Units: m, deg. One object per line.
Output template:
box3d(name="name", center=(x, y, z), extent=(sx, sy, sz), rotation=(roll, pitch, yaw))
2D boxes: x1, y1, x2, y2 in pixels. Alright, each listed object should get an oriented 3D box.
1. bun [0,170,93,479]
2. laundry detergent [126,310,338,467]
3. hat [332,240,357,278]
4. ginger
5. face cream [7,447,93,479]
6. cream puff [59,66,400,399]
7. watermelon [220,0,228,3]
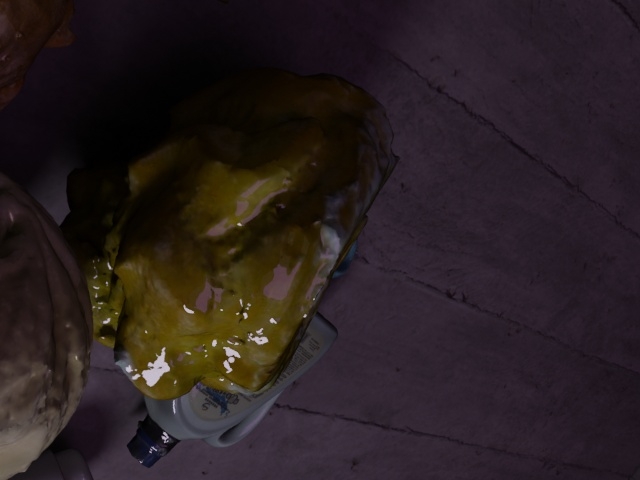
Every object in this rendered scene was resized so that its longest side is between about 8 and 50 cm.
box3d(name="bun", center=(-0.348, 0.041, 0.743), extent=(0.227, 0.352, 0.349), rotation=(-60, 178, 27))
box3d(name="laundry detergent", center=(-0.122, 0.172, 1.203), extent=(0.280, 0.105, 0.215), rotation=(-51, 139, -3))
box3d(name="hat", center=(0.000, 0.000, 1.199), extent=(0.138, 0.078, 0.191), rotation=(-63, 144, -16))
box3d(name="ginger", center=(-0.278, -0.184, 0.799), extent=(0.216, 0.102, 0.157), rotation=(-56, 172, -5))
box3d(name="face cream", center=(-0.314, 0.304, 1.116), extent=(0.104, 0.117, 0.117), rotation=(-17, 130, -24))
box3d(name="cream puff", center=(-0.109, -0.017, 0.943), extent=(0.378, 0.275, 0.378), rotation=(-58, 177, -4))
box3d(name="watermelon", center=(-0.082, -0.285, 0.914), extent=(0.125, 0.094, 0.135), rotation=(-33, 141, -32))
